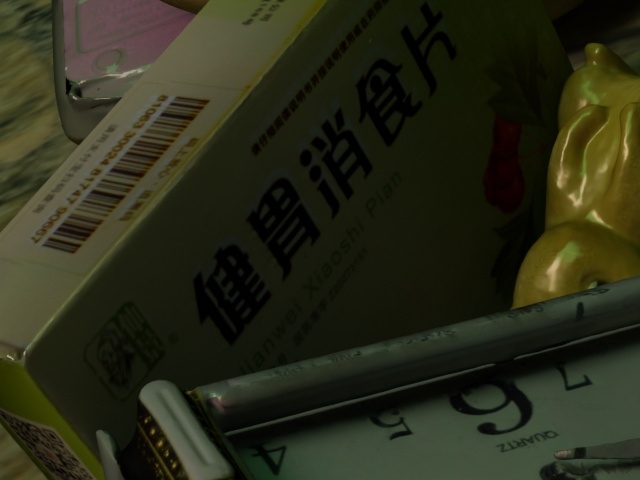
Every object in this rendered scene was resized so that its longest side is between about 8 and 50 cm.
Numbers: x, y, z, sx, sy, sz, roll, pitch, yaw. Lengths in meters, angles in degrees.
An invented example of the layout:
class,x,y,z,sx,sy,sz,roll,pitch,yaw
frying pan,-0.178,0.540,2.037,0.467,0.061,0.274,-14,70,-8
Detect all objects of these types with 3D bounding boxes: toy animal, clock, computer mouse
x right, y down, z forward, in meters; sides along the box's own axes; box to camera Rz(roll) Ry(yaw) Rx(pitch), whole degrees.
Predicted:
class,x,y,z,sx,sy,sz,roll,pitch,yaw
toy animal,0.107,0.009,0.648,0.070,0.083,0.159,7,62,53
clock,0.079,0.088,0.503,0.253,0.083,0.186,-13,32,-21
computer mouse,-0.080,-0.164,0.957,0.158,0.072,0.310,-19,46,9

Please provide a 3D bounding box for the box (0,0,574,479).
class,x,y,z,sx,sy,sz,roll,pitch,yaw
box,0.000,0.001,0.630,0.062,0.175,0.260,11,53,44

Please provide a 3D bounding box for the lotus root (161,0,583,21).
class,x,y,z,sx,sy,sz,roll,pitch,yaw
lotus root,0.028,-0.164,0.790,0.303,0.146,0.131,1,10,2
